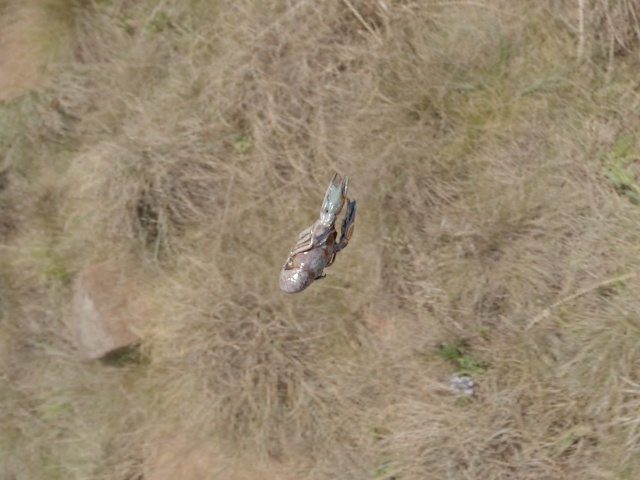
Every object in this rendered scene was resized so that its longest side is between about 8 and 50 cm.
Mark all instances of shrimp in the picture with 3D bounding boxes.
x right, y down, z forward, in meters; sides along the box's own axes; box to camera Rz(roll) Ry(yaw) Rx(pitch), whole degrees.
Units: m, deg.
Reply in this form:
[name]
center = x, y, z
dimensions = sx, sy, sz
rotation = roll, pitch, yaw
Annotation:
[shrimp]
center = 0.003, -0.001, 0.590
dimensions = 0.029, 0.038, 0.092
rotation = 24, 82, 41
